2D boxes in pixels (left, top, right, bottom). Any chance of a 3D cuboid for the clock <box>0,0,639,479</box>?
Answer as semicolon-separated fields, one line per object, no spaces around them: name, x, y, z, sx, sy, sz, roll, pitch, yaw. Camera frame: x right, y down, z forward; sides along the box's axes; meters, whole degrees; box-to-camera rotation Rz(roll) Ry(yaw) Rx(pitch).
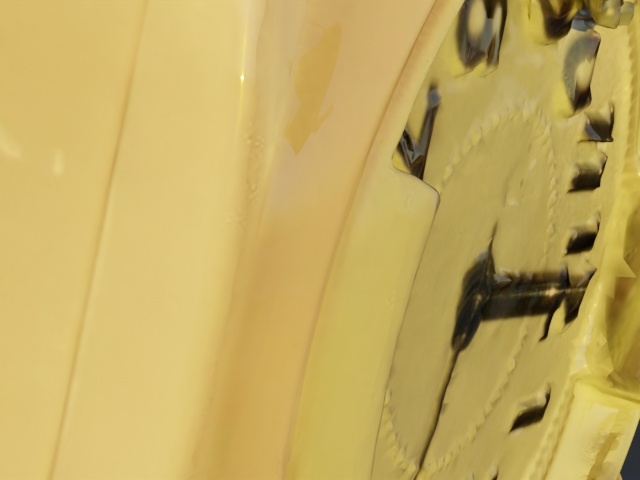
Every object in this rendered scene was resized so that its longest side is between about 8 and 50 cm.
clock;0.000;0.000;0.479;0.184;0.342;0.326;24;14;30
